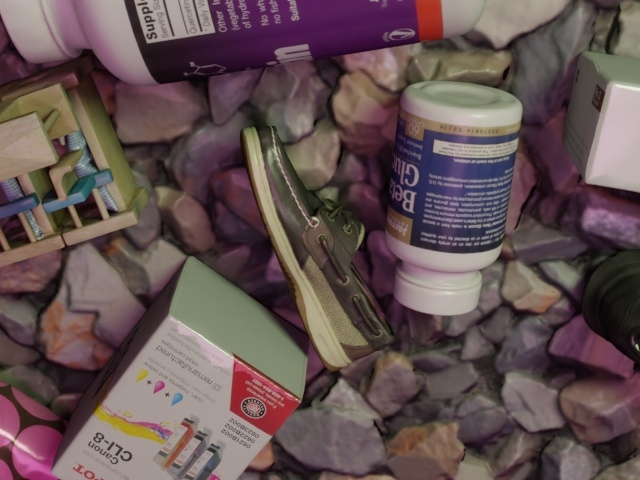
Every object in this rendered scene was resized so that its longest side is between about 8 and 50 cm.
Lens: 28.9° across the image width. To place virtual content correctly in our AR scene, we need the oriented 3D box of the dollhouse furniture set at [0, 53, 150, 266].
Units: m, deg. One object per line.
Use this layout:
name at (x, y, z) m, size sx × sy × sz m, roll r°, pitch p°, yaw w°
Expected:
dollhouse furniture set at (-0.224, -0.041, 0.926) m, size 0.129 × 0.183 × 0.129 m, roll -18°, pitch 109°, yaw 8°

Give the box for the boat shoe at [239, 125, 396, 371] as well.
boat shoe at (0.000, 0.001, 0.997) m, size 0.073 × 0.080 × 0.223 m, roll -20°, pitch 114°, yaw 3°

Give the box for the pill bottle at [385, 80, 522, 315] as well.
pill bottle at (0.100, -0.032, 0.968) m, size 0.094 × 0.094 × 0.169 m, roll 5°, pitch 111°, yaw 0°

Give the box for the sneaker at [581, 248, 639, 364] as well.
sneaker at (0.355, 0.090, 0.990) m, size 0.286 × 0.130 × 0.109 m, roll 8°, pitch 109°, yaw -3°

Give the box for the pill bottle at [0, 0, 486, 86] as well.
pill bottle at (-0.055, -0.208, 0.860) m, size 0.323 × 0.181 × 0.181 m, roll -8°, pitch 110°, yaw 5°

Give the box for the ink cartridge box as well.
ink cartridge box at (-0.113, 0.132, 1.019) m, size 0.128 × 0.127 × 0.176 m, roll 34°, pitch 109°, yaw -11°

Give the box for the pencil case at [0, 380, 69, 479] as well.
pencil case at (-0.267, 0.186, 1.066) m, size 0.209 × 0.095 × 0.098 m, roll 39°, pitch 123°, yaw -10°

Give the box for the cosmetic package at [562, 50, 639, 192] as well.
cosmetic package at (0.308, -0.076, 0.935) m, size 0.231 × 0.117 × 0.085 m, roll 8°, pitch 110°, yaw -1°
